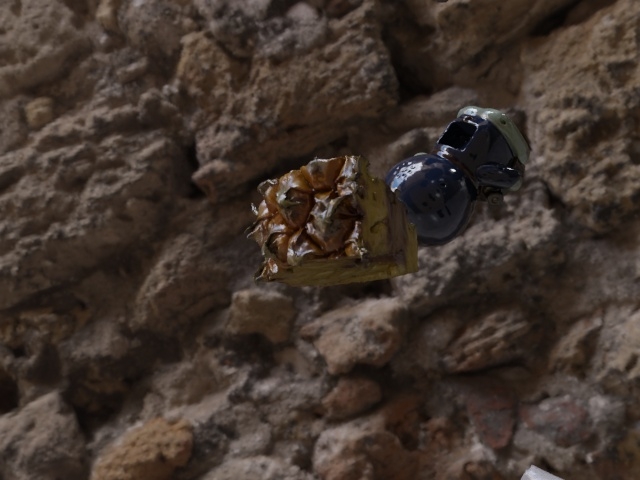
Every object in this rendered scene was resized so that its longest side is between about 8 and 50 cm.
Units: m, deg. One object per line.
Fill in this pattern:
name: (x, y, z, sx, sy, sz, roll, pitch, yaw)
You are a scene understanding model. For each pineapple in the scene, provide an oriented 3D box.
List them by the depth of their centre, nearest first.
pineapple: (0.000, -0.001, 0.592, 0.135, 0.080, 0.233, 0, -12, 15)

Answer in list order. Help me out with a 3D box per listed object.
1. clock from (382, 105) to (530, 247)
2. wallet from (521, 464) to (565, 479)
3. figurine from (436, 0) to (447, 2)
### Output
clock: (0.202, -0.098, 1.166, 0.243, 0.199, 0.146, -45, -52, -10)
wallet: (0.156, 0.171, 0.393, 0.025, 0.061, 0.122, 4, 2, -31)
figurine: (0.243, -0.510, 0.987, 0.203, 0.381, 0.248, 25, -3, -21)
